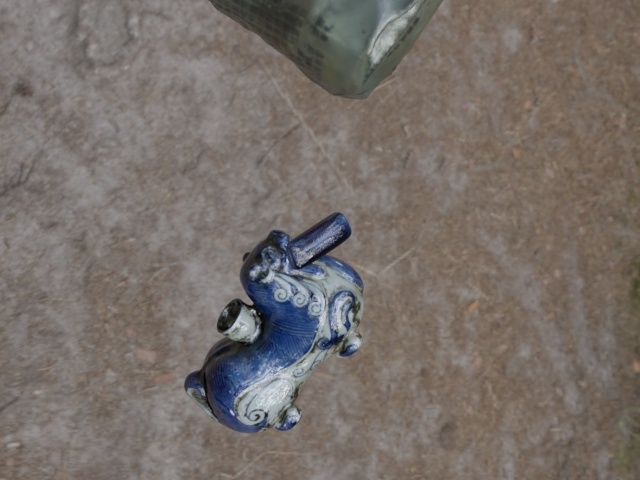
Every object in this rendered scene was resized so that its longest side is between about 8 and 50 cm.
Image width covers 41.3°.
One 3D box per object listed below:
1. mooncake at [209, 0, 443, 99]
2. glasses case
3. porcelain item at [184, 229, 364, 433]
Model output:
[{"bbox_3d":[0.010,-0.153,0.447,0.125,0.130,0.073,41,12,10],"label":"mooncake"},{"bbox_3d":[0.000,0.000,0.913,0.083,0.023,0.033,-34,120,-27],"label":"glasses case"},{"bbox_3d":[-0.070,0.131,1.154,0.186,0.288,0.138,35,16,-22],"label":"porcelain item"}]
